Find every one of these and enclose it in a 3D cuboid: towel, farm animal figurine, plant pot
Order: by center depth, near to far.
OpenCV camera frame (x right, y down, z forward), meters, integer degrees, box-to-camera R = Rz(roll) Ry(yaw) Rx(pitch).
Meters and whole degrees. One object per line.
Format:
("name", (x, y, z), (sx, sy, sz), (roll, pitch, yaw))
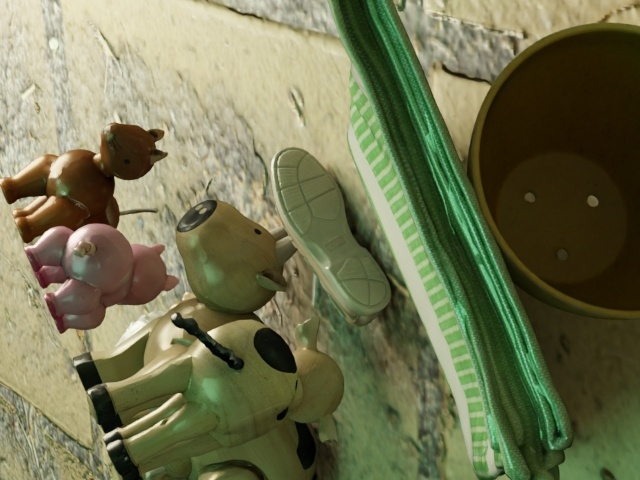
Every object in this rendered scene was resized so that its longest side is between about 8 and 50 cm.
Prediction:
("plant pot", (0.124, -0.022, 0.699), (0.095, 0.134, 0.134), (124, 125, -74))
("towel", (0.055, 0.006, 0.733), (0.325, 0.038, 0.248), (60, -171, -79))
("farm animal figurine", (-0.072, 0.073, 0.991), (0.330, 0.172, 0.326), (-125, 16, -50))

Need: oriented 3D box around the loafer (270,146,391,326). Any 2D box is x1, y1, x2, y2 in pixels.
("loafer", (0.000, 0.000, 0.964), (0.125, 0.045, 0.039), (60, 152, 17))
